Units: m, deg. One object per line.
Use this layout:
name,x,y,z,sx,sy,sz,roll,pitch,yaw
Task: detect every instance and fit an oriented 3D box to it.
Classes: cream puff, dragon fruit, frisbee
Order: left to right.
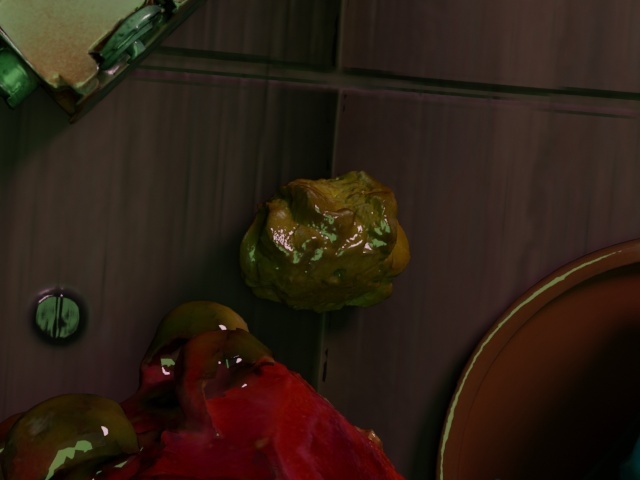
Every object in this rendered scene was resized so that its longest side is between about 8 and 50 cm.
dragon fruit,-0.077,0.186,0.673,0.227,0.243,0.307,37,43,-3
cream puff,0.000,0.000,0.784,0.083,0.083,0.058,-29,59,3
frisbee,0.178,0.121,0.845,0.251,0.021,0.250,-1,93,-12

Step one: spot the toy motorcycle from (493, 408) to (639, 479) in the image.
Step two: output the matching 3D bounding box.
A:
toy motorcycle,0.188,0.113,0.672,0.200,0.326,0.191,41,85,-10

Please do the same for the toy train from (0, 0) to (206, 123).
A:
toy train,-0.079,-0.132,0.735,0.188,0.099,0.072,-44,98,-5
